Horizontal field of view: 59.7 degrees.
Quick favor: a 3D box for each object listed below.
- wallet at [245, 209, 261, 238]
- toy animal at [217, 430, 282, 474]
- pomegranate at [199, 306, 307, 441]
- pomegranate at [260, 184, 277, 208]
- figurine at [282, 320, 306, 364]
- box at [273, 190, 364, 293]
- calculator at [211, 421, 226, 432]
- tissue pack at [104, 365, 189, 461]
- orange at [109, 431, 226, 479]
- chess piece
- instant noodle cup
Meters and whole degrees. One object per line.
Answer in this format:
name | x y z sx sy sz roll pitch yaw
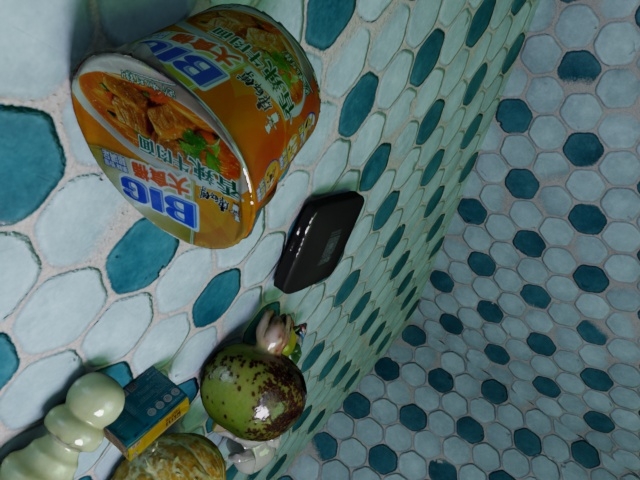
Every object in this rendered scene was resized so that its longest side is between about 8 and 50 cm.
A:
wallet | -0.173 -0.041 1.191 0.088 0.026 0.129 -62 158 13
toy animal | -0.224 0.676 1.886 0.272 0.206 0.265 -37 148 -46
pomegranate | -0.155 0.349 1.488 0.340 0.285 0.285 -68 159 0
pomegranate | -0.134 -0.118 1.039 0.130 0.130 0.130 -46 157 -26
figurine | -0.111 0.293 1.705 0.185 0.127 0.234 -58 149 -32
box | 0.000 0.000 1.568 0.290 0.073 0.289 -21 139 -56
calculator | -0.251 0.503 1.733 0.236 0.033 0.157 2 98 -57
tissue pack | -0.383 0.371 1.204 0.169 0.120 0.082 -38 151 -41
orange | -0.389 0.642 1.412 0.329 0.249 0.329 -46 161 -21
chess piece | -0.459 0.359 1.016 0.251 0.144 0.144 -56 160 -16
instant noodle cup | -0.148 -0.164 0.753 0.214 0.296 0.296 -52 161 -36
